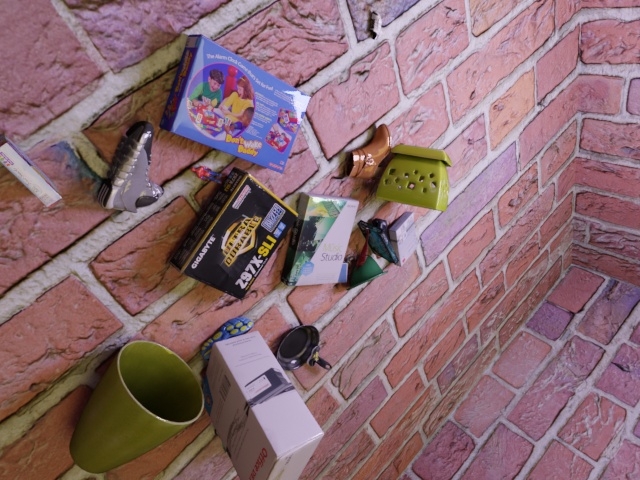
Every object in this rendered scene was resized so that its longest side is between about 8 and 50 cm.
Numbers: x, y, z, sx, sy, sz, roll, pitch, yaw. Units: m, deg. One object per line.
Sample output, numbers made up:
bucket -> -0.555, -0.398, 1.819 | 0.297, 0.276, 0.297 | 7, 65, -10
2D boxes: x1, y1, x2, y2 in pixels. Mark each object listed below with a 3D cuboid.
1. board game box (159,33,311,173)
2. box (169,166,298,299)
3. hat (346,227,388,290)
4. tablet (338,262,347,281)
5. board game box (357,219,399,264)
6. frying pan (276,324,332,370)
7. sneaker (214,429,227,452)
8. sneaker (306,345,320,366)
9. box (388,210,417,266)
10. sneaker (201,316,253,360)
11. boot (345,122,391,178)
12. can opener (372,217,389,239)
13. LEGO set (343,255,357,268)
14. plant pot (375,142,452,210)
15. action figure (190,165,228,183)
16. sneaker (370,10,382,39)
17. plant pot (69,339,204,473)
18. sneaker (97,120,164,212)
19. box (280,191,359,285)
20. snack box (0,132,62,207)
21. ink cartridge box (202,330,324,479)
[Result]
board game box -> -0.211, -0.341, 1.111 | 0.347, 0.078, 0.233 | 15, 100, -44
box -> -0.239, -0.010, 1.230 | 0.322, 0.079, 0.257 | -56, 143, -5
hat -> 0.156, 0.072, 1.645 | 0.208, 0.183, 0.173 | -27, 173, 23
tablet -> 0.074, 0.123, 1.607 | 0.054, 0.006, 0.083 | 2, 116, 2
board game box -> 0.222, 0.007, 1.616 | 0.026, 0.126, 0.186 | -46, 132, -15
frying pan -> -0.043, 0.411, 1.634 | 0.326, 0.053, 0.197 | 15, 101, -46
sneaker -> -0.281, 0.718, 1.544 | 0.151, 0.094, 0.256 | -46, 123, -22
sneaker -> -0.019, 0.445, 1.617 | 0.031, 0.035, 0.083 | 25, 93, -44
box -> 0.348, -0.007, 1.760 | 0.145, 0.038, 0.186 | -44, 133, -33
sneaker -> -0.300, 0.320, 1.370 | 0.188, 0.067, 0.078 | -39, 147, -19
boot -> 0.163, -0.307, 1.456 | 0.152, 0.073, 0.197 | -6, 111, -34
can opener -> 0.243, -0.018, 1.675 | 0.186, 0.059, 0.073 | 67, 37, -48
LEGO set -> 0.111, 0.083, 1.635 | 0.083, 0.023, 0.054 | -5, 116, -54
plant pot -> 0.350, -0.226, 1.518 | 0.228, 0.227, 0.207 | -6, 109, -66
action figure -> -0.302, -0.177, 1.145 | 0.115, 0.030, 0.038 | 15, 95, -50
sneaker -> 0.171, -0.669, 1.314 | 0.037, 0.032, 0.083 | -38, 130, -21
plant pot -> -0.519, 0.472, 1.138 | 0.293, 0.275, 0.275 | -45, 135, 7
sneaker -> -0.427, -0.166, 1.017 | 0.132, 0.086, 0.228 | 21, 106, -49
box -> 0.000, 0.000, 1.470 | 0.232, 0.058, 0.322 | 0, 109, -41
snack box -> -0.599, -0.142, 0.857 | 0.037, 0.100, 0.141 | -41, 132, -17
ink cartridge box -> -0.196, 0.525, 1.276 | 0.166, 0.395, 0.285 | -9, 133, -38
